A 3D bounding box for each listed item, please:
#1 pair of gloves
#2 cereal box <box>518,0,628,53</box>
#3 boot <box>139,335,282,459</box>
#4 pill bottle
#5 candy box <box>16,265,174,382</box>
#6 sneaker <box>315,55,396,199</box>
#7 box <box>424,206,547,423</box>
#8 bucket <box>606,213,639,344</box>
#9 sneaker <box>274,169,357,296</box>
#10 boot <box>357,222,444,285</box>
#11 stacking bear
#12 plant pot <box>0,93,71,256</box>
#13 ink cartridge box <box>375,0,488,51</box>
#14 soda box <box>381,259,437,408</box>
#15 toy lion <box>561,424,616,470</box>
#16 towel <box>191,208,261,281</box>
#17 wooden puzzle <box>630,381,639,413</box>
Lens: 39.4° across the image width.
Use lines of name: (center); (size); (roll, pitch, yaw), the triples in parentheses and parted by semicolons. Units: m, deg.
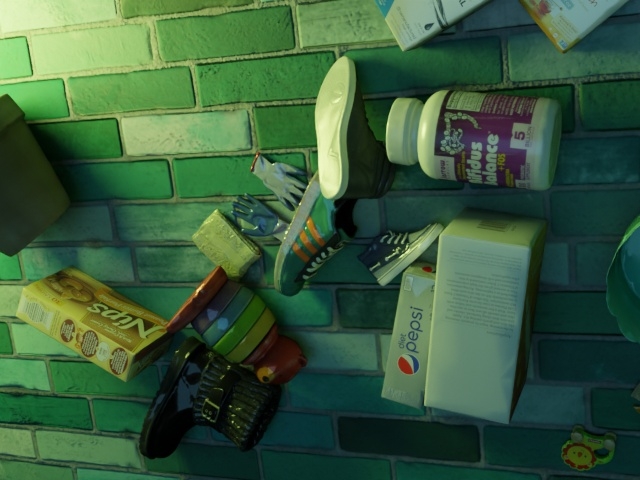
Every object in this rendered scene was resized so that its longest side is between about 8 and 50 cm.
pair of gloves: (-0.105, -0.084, 1.920); (0.159, 0.023, 0.198); (33, 114, 12)
cereal box: (0.468, -0.470, 1.559); (0.240, 0.047, 0.173); (-41, 88, 27)
boot: (-0.260, 0.419, 2.069); (0.260, 0.131, 0.348); (30, 114, 12)
pill bottle: (0.281, -0.189, 1.650); (0.301, 0.169, 0.169); (8, 108, 20)
candy box: (-0.519, 0.188, 2.077); (0.316, 0.183, 0.088); (29, 114, 12)
sneaker: (0.076, -0.212, 1.775); (0.104, 0.146, 0.296); (-17, 67, 51)
box: (0.316, 0.136, 1.705); (0.168, 0.215, 0.345); (10, 109, 19)
bucket: (0.645, 0.056, 1.567); (0.281, 0.183, 0.281); (7, 108, 20)
sneaker: (0.000, 0.000, 1.853); (0.121, 0.108, 0.302); (29, 113, 17)
boot: (0.159, 0.008, 1.812); (0.086, 0.069, 0.190); (46, 118, 1)
stacking bear: (-0.163, 0.204, 1.955); (0.289, 0.164, 0.175); (41, 126, -6)
plant pot: (-0.736, -0.124, 2.033); (0.323, 0.323, 0.280); (-32, 108, 27)
ink cartridge box: (0.212, -0.464, 1.644); (0.203, 0.086, 0.148); (-29, 93, 27)
soda box: (0.200, 0.191, 1.833); (0.091, 0.098, 0.286); (14, 110, 17)
toy lion: (0.539, 0.425, 1.804); (0.100, 0.034, 0.096); (9, 115, 19)
towel: (-0.211, 0.014, 1.988); (0.148, 0.027, 0.110); (44, 117, 5)
wooden puzzle: (0.649, 0.293, 1.729); (0.078, 0.014, 0.116); (36, 115, 4)
